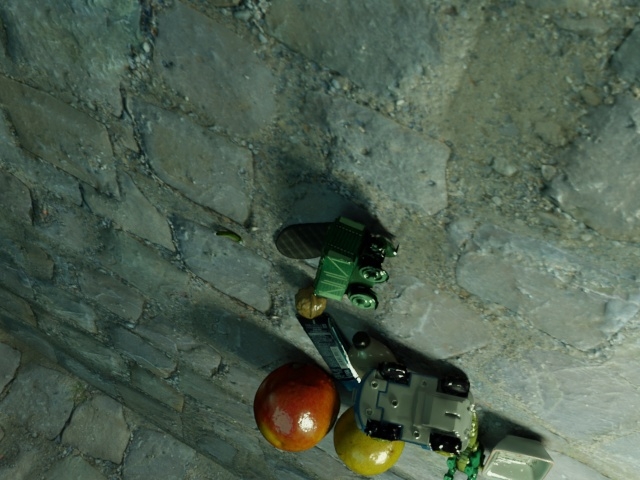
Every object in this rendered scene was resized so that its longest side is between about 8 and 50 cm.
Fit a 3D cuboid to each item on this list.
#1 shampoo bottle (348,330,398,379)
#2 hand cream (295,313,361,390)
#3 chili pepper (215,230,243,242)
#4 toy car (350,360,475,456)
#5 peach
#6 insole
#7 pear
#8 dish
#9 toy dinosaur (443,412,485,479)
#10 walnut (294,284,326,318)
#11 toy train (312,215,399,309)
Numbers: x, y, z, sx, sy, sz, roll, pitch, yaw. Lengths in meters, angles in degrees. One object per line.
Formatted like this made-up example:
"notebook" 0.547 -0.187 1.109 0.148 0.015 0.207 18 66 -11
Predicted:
"shampoo bottle" 0.145 0.329 1.933 0.127 0.078 0.256 -2 136 29
"hand cream" 0.036 0.299 2.018 0.120 0.061 0.270 -6 127 43
"chili pepper" -0.231 -0.010 1.865 0.083 0.017 0.030 18 147 21
"toy car" 0.227 0.420 1.847 0.314 0.198 0.166 12 160 -2
"peach" -0.065 0.479 2.181 0.281 0.281 0.238 55 -175 -31
"insole" 0.000 0.000 1.683 0.309 0.012 0.110 -8 129 47
"pear" 0.146 0.565 2.139 0.209 0.209 0.208 23 147 16
"dish" 0.509 0.577 1.947 0.154 0.064 0.234 11 143 7
"toy dinosaur" 0.394 0.564 1.991 0.094 0.153 0.259 15 135 24
"walnut" -0.025 0.152 1.849 0.079 0.082 0.096 0 153 -7
"toy train" 0.070 0.059 1.588 0.154 0.115 0.269 16 154 1
